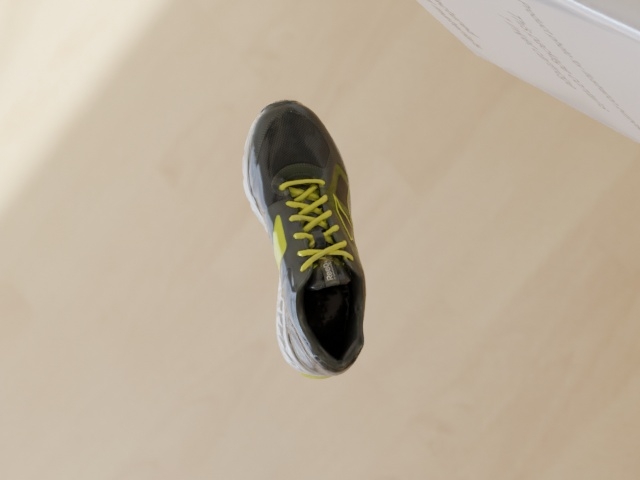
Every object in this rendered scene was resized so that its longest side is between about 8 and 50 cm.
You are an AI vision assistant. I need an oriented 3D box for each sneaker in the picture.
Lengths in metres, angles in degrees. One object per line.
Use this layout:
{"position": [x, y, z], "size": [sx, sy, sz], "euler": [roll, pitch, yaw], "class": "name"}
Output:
{"position": [0.000, 0.000, 0.560], "size": [0.035, 0.031, 0.083], "euler": [-168, 65, -74], "class": "sneaker"}

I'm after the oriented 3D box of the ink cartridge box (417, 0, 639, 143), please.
{"position": [0.158, -0.088, 0.387], "size": [0.273, 0.115, 0.198], "euler": [33, 90, 37], "class": "ink cartridge box"}
